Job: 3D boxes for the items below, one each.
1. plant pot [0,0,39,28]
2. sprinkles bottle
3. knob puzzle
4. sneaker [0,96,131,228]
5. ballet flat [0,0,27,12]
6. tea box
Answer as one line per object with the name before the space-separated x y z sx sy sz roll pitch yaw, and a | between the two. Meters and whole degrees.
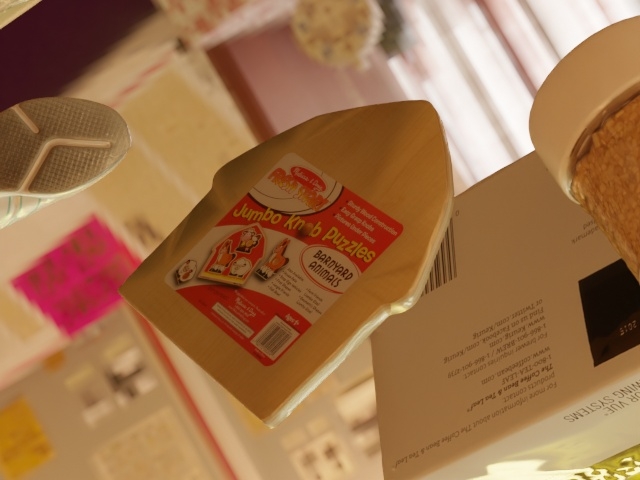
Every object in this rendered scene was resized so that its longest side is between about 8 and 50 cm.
plant pot | -0.244 -0.256 1.366 0.274 0.256 0.256 -53 175 0
sprinkles bottle | 0.249 0.030 1.092 0.121 0.355 0.121 -20 144 -15
knob puzzle | 0.000 0.000 1.084 0.213 0.030 0.213 -22 -138 21
sneaker | -0.171 -0.031 1.028 0.152 0.054 0.061 -22 172 -4
ballet flat | -0.117 -0.228 1.141 0.409 0.147 0.147 -28 175 -37
tea box | 0.262 0.078 1.437 0.329 0.220 0.323 -30 138 33
